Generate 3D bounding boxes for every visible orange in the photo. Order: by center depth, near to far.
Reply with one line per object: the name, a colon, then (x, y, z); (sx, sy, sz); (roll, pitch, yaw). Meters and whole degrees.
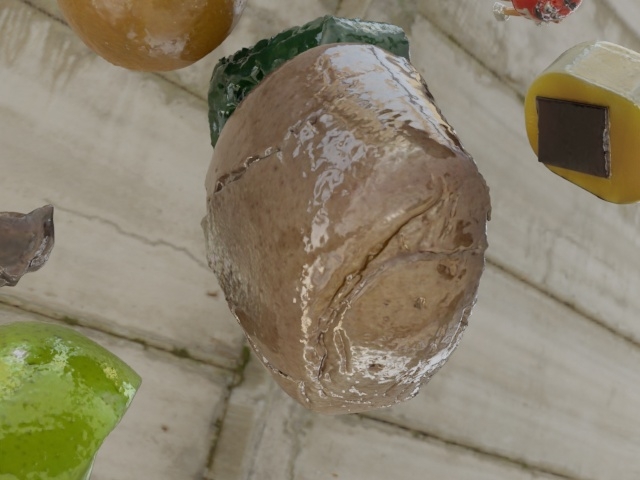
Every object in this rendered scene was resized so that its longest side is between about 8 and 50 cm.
orange: (-0.217, -0.358, 1.063); (0.274, 0.274, 0.274); (0, -90, -43)

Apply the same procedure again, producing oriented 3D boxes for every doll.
doll: (0.437, -0.483, 1.654); (0.183, 0.217, 0.085); (26, -107, -54)

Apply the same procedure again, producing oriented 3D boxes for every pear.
pear: (-0.383, 0.263, 0.872); (0.238, 0.318, 0.342); (37, -79, -10)

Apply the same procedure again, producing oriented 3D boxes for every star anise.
star anise: (-0.269, 0.098, 0.565); (0.148, 0.218, 0.228); (-34, -67, -77)

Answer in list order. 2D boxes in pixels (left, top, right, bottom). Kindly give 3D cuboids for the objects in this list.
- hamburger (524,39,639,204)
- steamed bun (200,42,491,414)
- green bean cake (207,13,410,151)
hamburger: (0.451, -0.177, 1.250); (0.151, 0.295, 0.227); (-23, -47, -30)
steamed bun: (0.000, 0.000, 0.695); (0.199, 0.252, 0.301); (-3, -44, -12)
green bean cake: (-0.018, -0.126, 1.121); (0.169, 0.300, 0.308); (-4, -93, -40)
